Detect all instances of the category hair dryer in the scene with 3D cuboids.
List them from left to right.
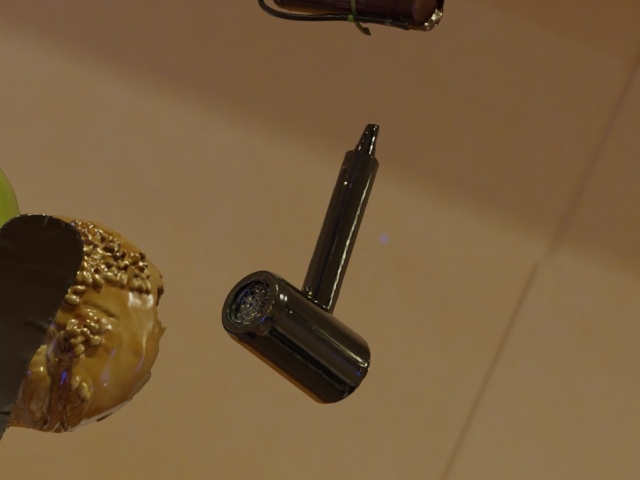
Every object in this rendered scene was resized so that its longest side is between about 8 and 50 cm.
[{"bbox_3d":[0.000,0.000,1.639,0.070,0.255,0.128,-7,-33,41],"label":"hair dryer"}]

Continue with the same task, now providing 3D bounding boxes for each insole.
[{"bbox_3d":[-0.283,0.117,1.505,0.109,0.322,0.007,20,16,-34],"label":"insole"}]

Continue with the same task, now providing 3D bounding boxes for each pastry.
[{"bbox_3d":[-0.327,0.083,2.076,0.310,0.255,0.162,-1,-29,19],"label":"pastry"}]

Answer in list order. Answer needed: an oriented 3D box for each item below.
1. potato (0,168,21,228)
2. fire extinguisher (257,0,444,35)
[{"bbox_3d":[-0.373,0.011,1.784,0.186,0.148,0.253,13,47,-25],"label":"potato"},{"bbox_3d":[0.011,-0.149,1.132,0.132,0.056,0.039,13,-30,35],"label":"fire extinguisher"}]
